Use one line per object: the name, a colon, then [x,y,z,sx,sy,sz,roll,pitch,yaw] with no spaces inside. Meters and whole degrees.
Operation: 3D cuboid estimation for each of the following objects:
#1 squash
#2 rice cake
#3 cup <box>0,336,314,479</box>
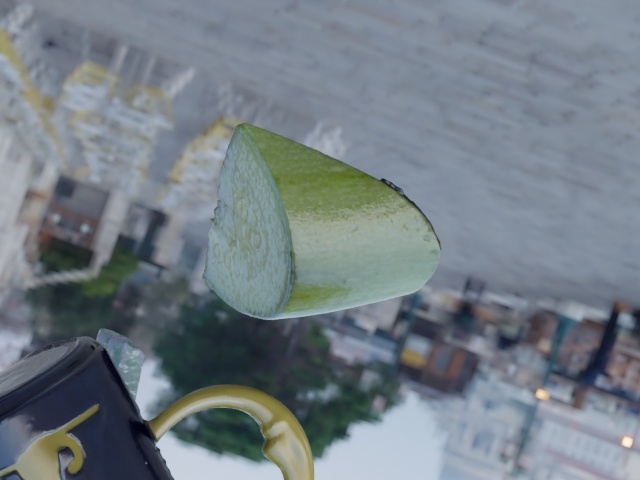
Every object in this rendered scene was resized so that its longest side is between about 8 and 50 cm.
squash: [0.000,0.000,1.701,0.155,0.237,0.204,-20,-126,-28]
rice cake: [-0.226,0.202,1.641,0.040,0.226,0.085,16,171,-27]
cup: [-0.160,0.201,1.304,0.178,0.255,0.256,-12,107,55]
